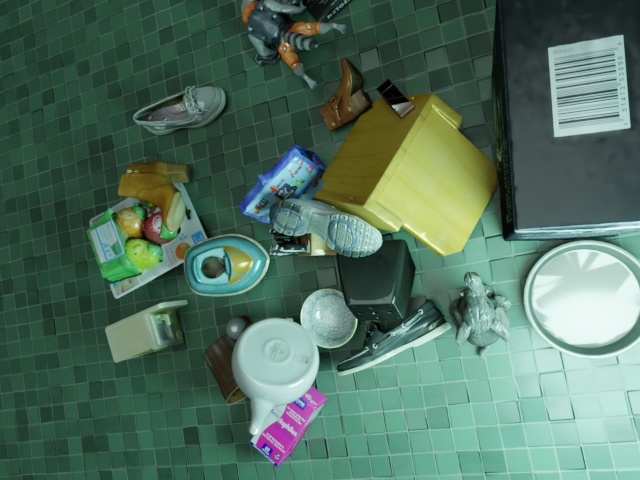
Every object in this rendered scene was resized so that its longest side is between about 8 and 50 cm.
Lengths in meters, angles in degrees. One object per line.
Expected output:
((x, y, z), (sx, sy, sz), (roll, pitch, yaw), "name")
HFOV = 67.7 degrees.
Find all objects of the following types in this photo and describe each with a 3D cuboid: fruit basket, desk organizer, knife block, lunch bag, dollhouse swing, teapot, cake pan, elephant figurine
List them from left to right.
((-0.578, -0.029, 1.574), (0.353, 0.165, 0.327), (-30, 69, 5), "fruit basket")
((-0.128, 0.348, 1.318), (0.252, 0.256, 0.187), (52, 147, 31), "teapot")
((-0.104, -0.159, 1.349), (0.221, 0.293, 0.138), (-44, 75, 13), "lunch bag")
((0.000, 0.000, 1.334), (0.276, 0.242, 0.088), (-2, 88, 19), "knife block")
((0.194, -0.372, 1.244), (0.047, 0.050, 0.130), (-41, 36, 15), "desk organizer")
((0.242, -0.164, 1.311), (0.315, 0.305, 0.347), (17, 73, 54), "dollhouse swing")
((0.392, 0.192, 1.191), (0.186, 0.239, 0.169), (43, 101, 16), "elephant figurine")
((0.667, 0.146, 1.197), (0.293, 0.054, 0.293), (-1, 88, 19), "cake pan")

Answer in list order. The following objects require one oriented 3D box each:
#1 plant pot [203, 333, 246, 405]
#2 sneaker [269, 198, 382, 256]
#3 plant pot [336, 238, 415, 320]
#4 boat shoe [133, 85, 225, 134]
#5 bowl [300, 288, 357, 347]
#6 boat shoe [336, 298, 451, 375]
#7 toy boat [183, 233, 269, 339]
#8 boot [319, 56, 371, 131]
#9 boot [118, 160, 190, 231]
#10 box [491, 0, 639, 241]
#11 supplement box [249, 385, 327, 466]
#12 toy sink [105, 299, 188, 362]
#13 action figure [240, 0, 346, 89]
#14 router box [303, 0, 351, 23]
((-0.263, 0.384, 1.460), (0.167, 0.167, 0.165), (-47, 66, 11), "plant pot")
((0.022, -0.052, 1.233), (0.297, 0.129, 0.111), (21, 118, 9), "sneaker")
((0.149, 0.117, 1.280), (0.187, 0.188, 0.167), (-4, 62, 19), "plant pot")
((-0.466, -0.435, 1.586), (0.320, 0.103, 0.118), (-10, 84, 19), "boat shoe")
((0.034, 0.224, 1.398), (0.170, 0.080, 0.170), (-1, 87, 18), "bowl")
((0.183, 0.266, 1.321), (0.340, 0.127, 0.113), (-29, 78, 14), "boat shoe")
((-0.274, 0.138, 1.458), (0.267, 0.148, 0.318), (-14, 88, 2), "toy boat")
((0.057, -0.437, 1.427), (0.152, 0.073, 0.197), (-32, 59, 32), "boot")
((-0.541, -0.142, 1.523), (0.211, 0.104, 0.295), (-2, 50, 0), "boot")
((0.541, -0.246, 1.037), (0.297, 0.472, 0.480), (-4, 87, 20), "box")
((-0.094, 0.532, 1.413), (0.111, 0.114, 0.220), (34, 97, 18), "supplement box")
((-0.546, 0.298, 1.557), (0.234, 0.153, 0.131), (-24, 80, 15), "toy sink")
((-0.094, -0.657, 1.403), (0.330, 0.178, 0.341), (33, 113, 15), "action figure")
((0.030, -0.768, 1.460), (0.179, 0.046, 0.133), (-37, 77, 14), "router box")
